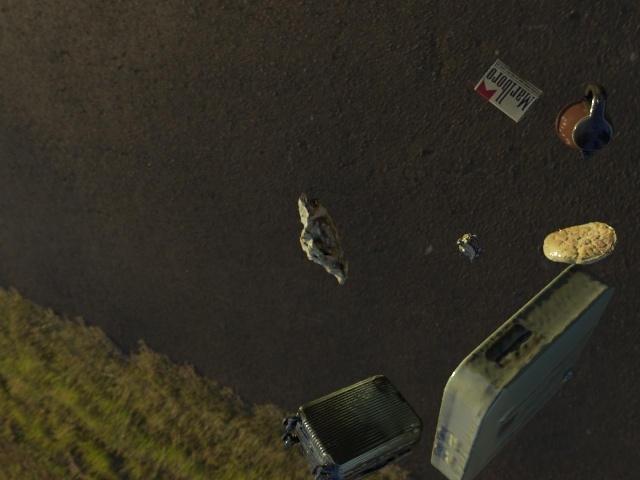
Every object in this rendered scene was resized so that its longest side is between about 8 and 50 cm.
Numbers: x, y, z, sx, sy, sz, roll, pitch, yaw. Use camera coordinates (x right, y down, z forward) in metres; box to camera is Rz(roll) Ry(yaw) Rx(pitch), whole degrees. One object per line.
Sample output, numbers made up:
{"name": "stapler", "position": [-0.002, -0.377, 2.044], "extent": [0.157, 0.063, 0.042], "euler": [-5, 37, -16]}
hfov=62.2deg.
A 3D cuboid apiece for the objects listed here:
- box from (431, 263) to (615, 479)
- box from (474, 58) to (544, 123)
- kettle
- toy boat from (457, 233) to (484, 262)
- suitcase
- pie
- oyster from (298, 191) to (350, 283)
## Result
{"name": "box", "position": [0.388, 0.275, 1.051], "extent": [0.111, 0.396, 0.396], "euler": [40, 150, 35]}
{"name": "box", "position": [0.583, -0.462, 1.642], "extent": [0.177, 0.036, 0.115], "euler": [45, 113, 18]}
{"name": "kettle", "position": [0.778, -0.346, 1.529], "extent": [0.144, 0.232, 0.202], "euler": [12, 112, 11]}
{"name": "toy boat", "position": [0.503, 0.011, 1.780], "extent": [0.066, 0.210, 0.084], "euler": [-40, 89, 23]}
{"name": "suitcase", "position": [0.082, 0.464, 1.285], "extent": [0.202, 0.312, 0.128], "euler": [48, 142, 44]}
{"name": "pie", "position": [0.825, 0.013, 1.678], "extent": [0.218, 0.185, 0.052], "euler": [-16, 116, 10]}
{"name": "oyster", "position": [-0.003, 0.002, 1.812], "extent": [0.107, 0.201, 0.354], "euler": [-23, 99, 21]}
